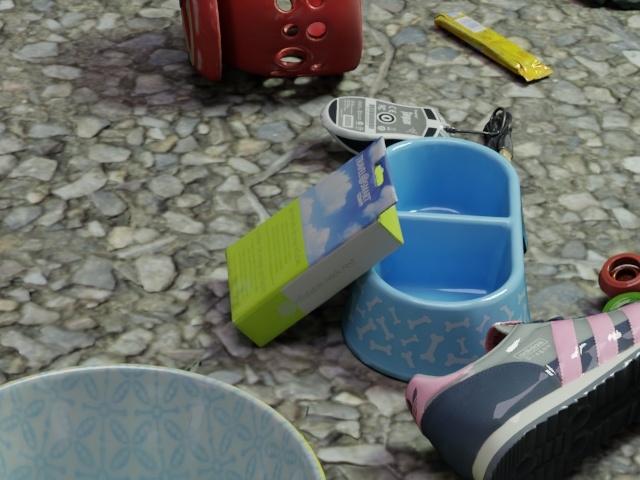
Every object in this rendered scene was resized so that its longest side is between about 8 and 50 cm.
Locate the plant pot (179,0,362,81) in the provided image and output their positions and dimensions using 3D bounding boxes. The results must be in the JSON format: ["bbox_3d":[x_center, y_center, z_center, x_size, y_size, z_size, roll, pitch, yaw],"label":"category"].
[{"bbox_3d":[-0.057,-0.260,1.894,0.174,0.191,0.191,-6,36,-7],"label":"plant pot"}]

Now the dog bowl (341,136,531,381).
[{"bbox_3d":[0.105,0.007,1.617,0.166,0.074,0.297,4,35,2],"label":"dog bowl"}]

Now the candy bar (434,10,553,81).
[{"bbox_3d":[0.184,-0.212,1.985,0.040,0.018,0.161,-19,39,-33],"label":"candy bar"}]

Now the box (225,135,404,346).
[{"bbox_3d":[0.000,0.000,1.559,0.178,0.042,0.109,-36,31,17],"label":"box"}]

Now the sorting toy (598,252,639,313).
[{"bbox_3d":[0.274,0.057,1.592,0.061,0.042,0.102,-8,45,11],"label":"sorting toy"}]

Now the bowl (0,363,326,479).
[{"bbox_3d":[-0.139,0.229,1.210,0.289,0.156,0.289,2,35,-1],"label":"bowl"}]

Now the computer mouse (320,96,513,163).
[{"bbox_3d":[0.094,-0.101,1.803,0.193,0.042,0.106,8,39,-2],"label":"computer mouse"}]

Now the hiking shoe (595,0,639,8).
[{"bbox_3d":[0.437,-0.332,2.073,0.304,0.132,0.113,-1,35,-5],"label":"hiking shoe"}]

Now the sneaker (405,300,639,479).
[{"bbox_3d":[0.208,0.088,1.472,0.319,0.112,0.131,-24,45,-34],"label":"sneaker"}]
